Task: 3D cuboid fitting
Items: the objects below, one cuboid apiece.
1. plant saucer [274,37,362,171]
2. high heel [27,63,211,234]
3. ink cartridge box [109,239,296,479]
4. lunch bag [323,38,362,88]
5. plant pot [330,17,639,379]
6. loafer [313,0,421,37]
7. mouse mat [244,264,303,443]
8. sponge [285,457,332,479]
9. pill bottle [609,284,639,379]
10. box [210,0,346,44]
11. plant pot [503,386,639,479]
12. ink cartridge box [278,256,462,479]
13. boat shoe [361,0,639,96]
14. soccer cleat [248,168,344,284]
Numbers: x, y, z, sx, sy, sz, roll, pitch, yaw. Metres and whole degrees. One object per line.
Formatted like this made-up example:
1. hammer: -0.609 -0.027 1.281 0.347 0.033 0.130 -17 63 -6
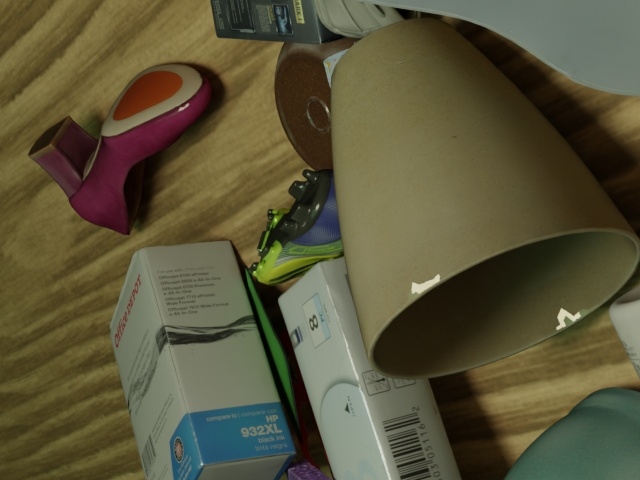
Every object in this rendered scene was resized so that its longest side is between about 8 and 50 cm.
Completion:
1. plant saucer: 0.009 -0.139 1.607 0.199 0.036 0.198 33 136 39
2. high heel: -0.211 -0.108 1.913 0.181 0.127 0.377 43 150 -24
3. ink cartridge box: -0.157 0.186 1.897 0.223 0.129 0.307 117 141 -52
4. lunch bag: 0.057 -0.173 1.478 0.083 0.071 0.053 -14 89 54
5. plant pot: 0.113 -0.054 1.358 0.274 0.257 0.256 67 151 25
6. loafer: 0.027 -0.337 1.383 0.111 0.112 0.319 13 131 45
7. mouse mat: -0.057 0.138 1.839 0.189 0.007 0.152 -115 13 -47
8. sponge: -0.001 0.322 1.745 0.210 0.031 0.117 172 83 -81
9. pill bottle: 0.343 0.130 1.236 0.131 0.131 0.229 -26 90 58
10. box: -0.052 -0.319 1.530 0.183 0.059 0.232 12 118 51
11. plant pot: 0.256 0.310 1.385 0.293 0.196 0.293 46 151 34
12. ink cartridge box: 0.014 0.215 1.719 0.385 0.091 0.308 -42 63 61
13. boat shoe: 0.171 -0.229 1.232 0.367 0.156 0.135 16 126 13
14. soccer cleat: 0.000 0.001 1.669 0.121 0.093 0.289 19 161 -10
